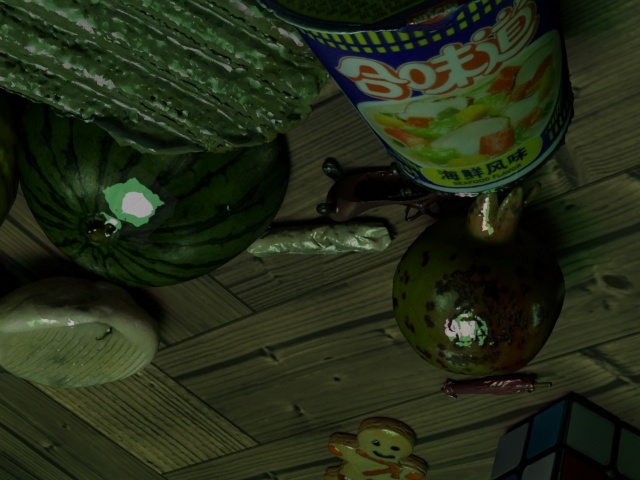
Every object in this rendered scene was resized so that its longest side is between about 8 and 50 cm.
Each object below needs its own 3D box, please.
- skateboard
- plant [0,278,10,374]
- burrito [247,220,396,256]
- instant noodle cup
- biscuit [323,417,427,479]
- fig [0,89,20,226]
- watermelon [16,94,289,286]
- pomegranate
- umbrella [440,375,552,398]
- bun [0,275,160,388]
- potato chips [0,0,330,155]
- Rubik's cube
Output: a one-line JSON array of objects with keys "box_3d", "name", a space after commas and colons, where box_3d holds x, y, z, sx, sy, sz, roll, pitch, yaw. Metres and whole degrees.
[{"box_3d": [0.074, -0.051, 1.754, 0.151, 0.067, 0.080, -5, 147, 22], "name": "skateboard"}, {"box_3d": [-0.497, 0.117, 2.149, 0.129, 0.132, 0.194, 9, 138, 16], "name": "plant"}, {"box_3d": [0.000, 0.000, 1.861, 0.185, 0.041, 0.045, -3, 136, 26], "name": "burrito"}, {"box_3d": [0.108, -0.201, 1.390, 0.284, 0.284, 0.312, 0, 148, 23], "name": "instant noodle cup"}, {"box_3d": [0.081, 0.331, 2.264, 0.153, 0.030, 0.234, 18, 144, -2], "name": "biscuit"}, {"box_3d": [-0.433, -0.112, 1.762, 0.233, 0.233, 0.314, 35, 130, -21], "name": "fig"}, {"box_3d": [-0.208, -0.050, 1.773, 0.330, 0.189, 0.331, 15, 147, 10], "name": "watermelon"}, {"box_3d": [0.194, 0.038, 1.731, 0.198, 0.246, 0.198, 29, -173, -4], "name": "pomegranate"}, {"box_3d": [0.233, 0.193, 2.025, 0.165, 0.025, 0.027, -7, 156, 34], "name": "umbrella"}, {"box_3d": [-0.343, 0.118, 2.098, 0.237, 0.116, 0.210, 15, 143, -21], "name": "bun"}, {"box_3d": [-0.183, -0.250, 1.531, 0.429, 0.070, 0.358, 27, 127, -8], "name": "potato chips"}, {"box_3d": [0.340, 0.341, 2.038, 0.180, 0.183, 0.167, 32, 140, -14], "name": "Rubik's cube"}]
